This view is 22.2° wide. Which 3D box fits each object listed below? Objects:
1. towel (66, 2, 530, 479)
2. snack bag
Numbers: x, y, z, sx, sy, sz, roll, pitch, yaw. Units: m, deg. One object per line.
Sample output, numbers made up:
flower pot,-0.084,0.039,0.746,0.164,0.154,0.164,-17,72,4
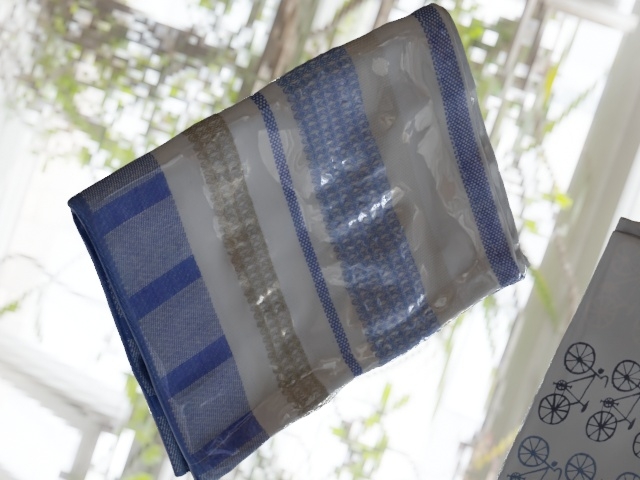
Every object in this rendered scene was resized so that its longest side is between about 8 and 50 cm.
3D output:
towel,0.000,0.000,1.000,0.285,0.209,0.034,-30,-154,-26
snack bag,0.373,0.185,1.576,0.342,0.323,0.037,23,-169,-6
